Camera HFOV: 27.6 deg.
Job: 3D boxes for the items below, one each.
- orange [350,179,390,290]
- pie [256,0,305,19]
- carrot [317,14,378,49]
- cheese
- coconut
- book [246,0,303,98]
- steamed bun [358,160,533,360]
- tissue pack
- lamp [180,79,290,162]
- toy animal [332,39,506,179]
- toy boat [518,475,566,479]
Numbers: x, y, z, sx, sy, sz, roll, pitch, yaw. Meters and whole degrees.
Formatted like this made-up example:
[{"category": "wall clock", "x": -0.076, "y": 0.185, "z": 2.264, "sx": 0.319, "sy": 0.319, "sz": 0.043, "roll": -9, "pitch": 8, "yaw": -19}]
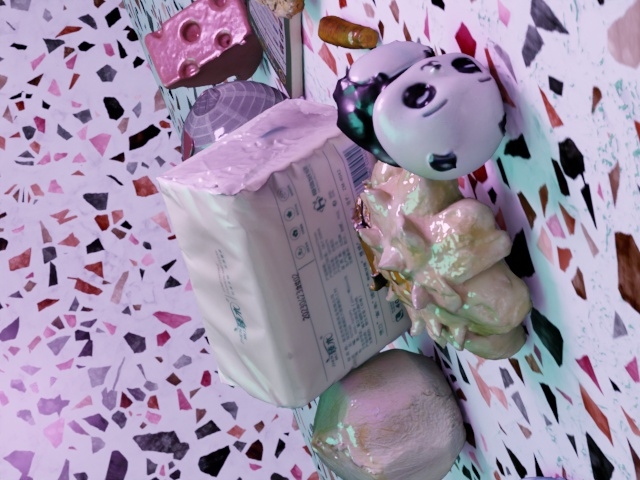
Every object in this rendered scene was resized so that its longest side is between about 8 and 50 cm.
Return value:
[{"category": "orange", "x": 0.099, "y": -0.010, "z": 1.778, "sx": 0.160, "sy": 0.112, "sz": 0.170, "roll": 67, "pitch": -160, "yaw": -62}, {"category": "pie", "x": -0.095, "y": -0.481, "z": 1.886, "sx": 0.308, "sy": 0.085, "sz": 0.308, "roll": 162, "pitch": 90, "yaw": -77}, {"category": "carrot", "x": 0.037, "y": -0.281, "z": 1.765, "sx": 0.170, "sy": 0.042, "sz": 0.042, "roll": -147, "pitch": 38, "yaw": -67}, {"category": "cheese", "x": -0.187, "y": -0.359, "z": 2.412, "sx": 0.128, "sy": 0.203, "sz": 0.177, "roll": 64, "pitch": -161, "yaw": 16}, {"category": "coconut", "x": 0.096, "y": 0.290, "z": 2.009, "sx": 0.227, "sy": 0.230, "sz": 0.227, "roll": 158, "pitch": 90, "yaw": -78}, {"category": "book", "x": -0.080, "y": -0.386, "z": 2.145, "sx": 0.264, "sy": 0.027, "sz": 0.202, "roll": 90, "pitch": 155, "yaw": -58}, {"category": "steamed bun", "x": 0.133, "y": 0.029, "z": 1.558, "sx": 0.292, "sy": 0.137, "sz": 0.295, "roll": 59, "pitch": 171, "yaw": -16}, {"category": "tissue pack", "x": -0.043, "y": 0.018, "z": 1.946, "sx": 0.207, "sy": 0.297, "sz": 0.380, "roll": 15, "pitch": 127, "yaw": 45}, {"category": "lamp", "x": -0.133, "y": -0.170, "z": 2.253, "sx": 0.265, "sy": 0.233, "sz": 0.233, "roll": -93, "pitch": -9, "yaw": -55}, {"category": "toy animal", "x": 0.119, "y": -0.143, "z": 1.384, "sx": 0.179, "sy": 0.166, "sz": 0.138, "roll": 25, "pitch": 143, "yaw": 57}, {"category": "toy boat", "x": 0.280, "y": 0.412, "z": 1.649, "sx": 0.330, "sy": 0.123, "sz": 0.215, "roll": 132, "pitch": 118, "yaw": -79}]
